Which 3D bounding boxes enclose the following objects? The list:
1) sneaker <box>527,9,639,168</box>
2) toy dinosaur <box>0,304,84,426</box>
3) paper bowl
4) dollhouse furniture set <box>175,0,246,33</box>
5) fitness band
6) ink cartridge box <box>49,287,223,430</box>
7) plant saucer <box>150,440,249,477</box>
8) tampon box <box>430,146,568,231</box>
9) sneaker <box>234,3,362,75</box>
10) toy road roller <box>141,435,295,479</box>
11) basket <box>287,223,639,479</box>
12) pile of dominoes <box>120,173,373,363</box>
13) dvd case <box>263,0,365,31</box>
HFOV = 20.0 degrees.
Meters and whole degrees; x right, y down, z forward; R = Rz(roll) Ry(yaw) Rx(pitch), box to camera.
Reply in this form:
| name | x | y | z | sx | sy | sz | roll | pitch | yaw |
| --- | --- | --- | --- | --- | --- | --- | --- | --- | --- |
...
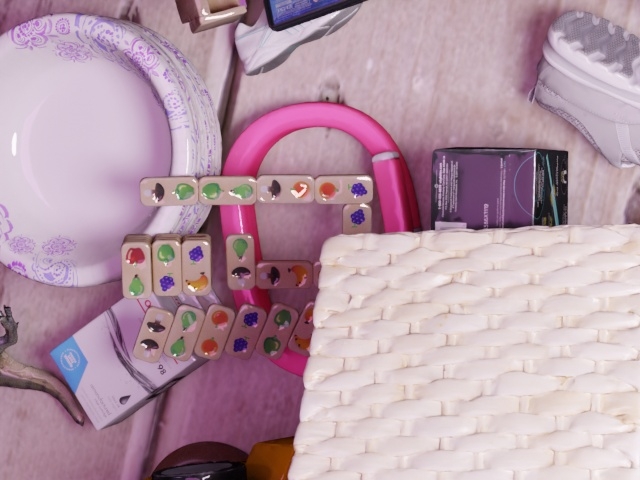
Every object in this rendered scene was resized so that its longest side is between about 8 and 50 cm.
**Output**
| name | x | y | z | sx | sy | sz | roll | pitch | yaw |
| --- | --- | --- | --- | --- | --- | --- | --- | --- | --- |
| sneaker | 0.331 | -0.110 | 1.771 | 0.281 | 0.105 | 0.115 | 36 | 137 | 10 |
| toy dinosaur | -0.379 | 0.122 | 2.029 | 0.268 | 0.064 | 0.118 | 11 | 111 | 18 |
| paper bowl | -0.239 | -0.095 | 1.923 | 0.284 | 0.148 | 0.284 | 1 | 93 | 18 |
| dollhouse furniture set | -0.031 | -0.384 | 1.838 | 0.303 | 0.198 | 0.286 | -16 | 96 | -11 |
| fitness band | 0.000 | 0.000 | 1.895 | 0.209 | 0.054 | 0.291 | -9 | 89 | 20 |
| ink cartridge box | -0.190 | 0.112 | 1.962 | 0.180 | 0.060 | 0.104 | -36 | 81 | 17 |
| plant saucer | -0.122 | 0.303 | 1.966 | 0.168 | 0.029 | 0.169 | 1 | 92 | 18 |
| tampon box | 0.177 | -0.031 | 1.775 | 0.101 | 0.161 | 0.121 | 2 | 92 | 19 |
| sneaker | -0.026 | -0.230 | 1.893 | 0.152 | 0.053 | 0.061 | -27 | 81 | 19 |
| toy road roller | -0.065 | 0.304 | 1.859 | 0.240 | 0.329 | 0.203 | -5 | 91 | 60 |
| basket | 0.156 | 0.174 | 1.628 | 0.331 | 0.266 | 0.328 | -2 | 62 | 19 |
| pile of dominoes | -0.072 | 0.033 | 1.820 | 0.251 | 0.040 | 0.196 | -1 | 106 | -2 |
| dvd case | 0.006 | -0.357 | 1.864 | 0.180 | 0.022 | 0.253 | -17 | 74 | 20 |
